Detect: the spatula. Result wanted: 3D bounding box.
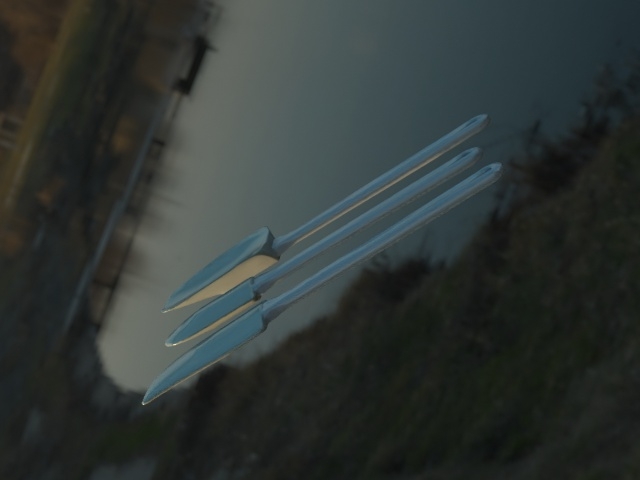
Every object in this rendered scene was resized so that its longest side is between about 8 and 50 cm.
[{"bbox_3d":[0.000,0.000,0.977,0.242,0.019,0.168,-33,13,12],"label":"spatula"}]
